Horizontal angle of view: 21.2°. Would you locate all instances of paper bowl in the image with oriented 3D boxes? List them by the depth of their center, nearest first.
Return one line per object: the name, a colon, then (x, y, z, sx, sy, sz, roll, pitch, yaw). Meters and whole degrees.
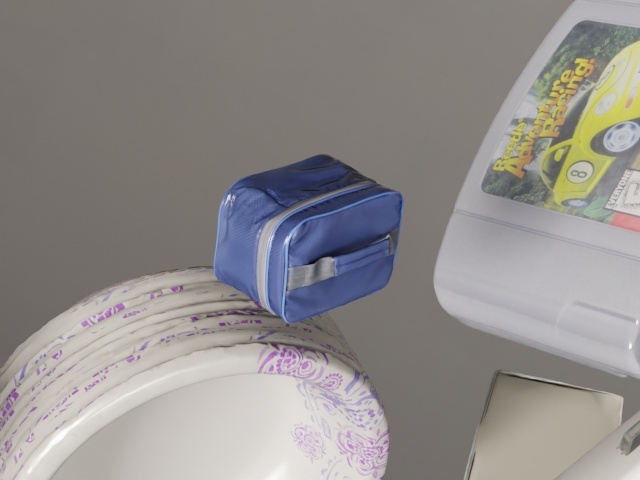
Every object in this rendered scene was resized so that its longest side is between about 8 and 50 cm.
paper bowl: (-0.107, 0.137, 1.193, 0.148, 0.284, 0.284, 57, 136, 42)

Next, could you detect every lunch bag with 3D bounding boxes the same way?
lunch bag: (0.000, 0.000, 0.908, 0.098, 0.065, 0.067, -21, -51, -38)

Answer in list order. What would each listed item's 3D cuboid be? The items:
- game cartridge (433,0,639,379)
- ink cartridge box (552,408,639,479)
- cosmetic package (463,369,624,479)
game cartridge: (0.197, -0.063, 1.087, 0.196, 0.060, 0.294, 14, 70, 52)
ink cartridge box: (0.237, 0.126, 0.835, 0.218, 0.158, 0.092, -42, 2, 13)
cosmetic package: (0.169, 0.278, 1.420, 0.160, 0.113, 0.309, -67, -15, -48)
